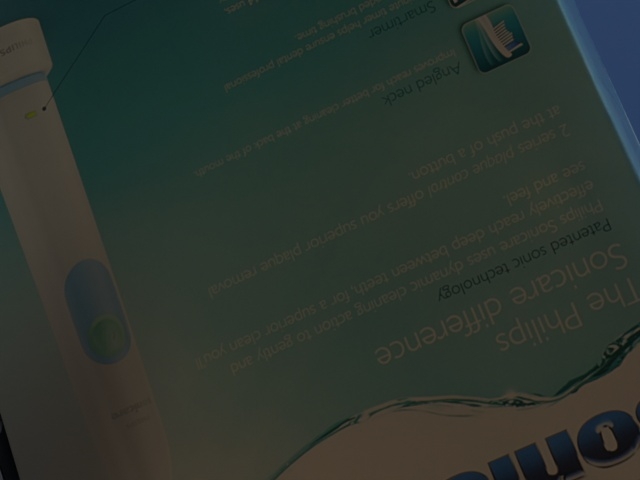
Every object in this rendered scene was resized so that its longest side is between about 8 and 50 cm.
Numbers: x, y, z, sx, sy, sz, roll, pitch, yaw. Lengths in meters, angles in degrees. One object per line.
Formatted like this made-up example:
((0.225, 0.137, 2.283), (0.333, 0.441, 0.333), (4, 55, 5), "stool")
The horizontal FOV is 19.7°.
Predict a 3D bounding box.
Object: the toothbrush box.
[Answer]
((0.000, 0.000, 0.605), (0.216, 0.126, 0.295), (-26, -107, 12), "toothbrush box")

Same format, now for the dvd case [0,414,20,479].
((-0.189, 0.020, 0.501), (0.179, 0.029, 0.238), (-14, -78, -1), "dvd case")
